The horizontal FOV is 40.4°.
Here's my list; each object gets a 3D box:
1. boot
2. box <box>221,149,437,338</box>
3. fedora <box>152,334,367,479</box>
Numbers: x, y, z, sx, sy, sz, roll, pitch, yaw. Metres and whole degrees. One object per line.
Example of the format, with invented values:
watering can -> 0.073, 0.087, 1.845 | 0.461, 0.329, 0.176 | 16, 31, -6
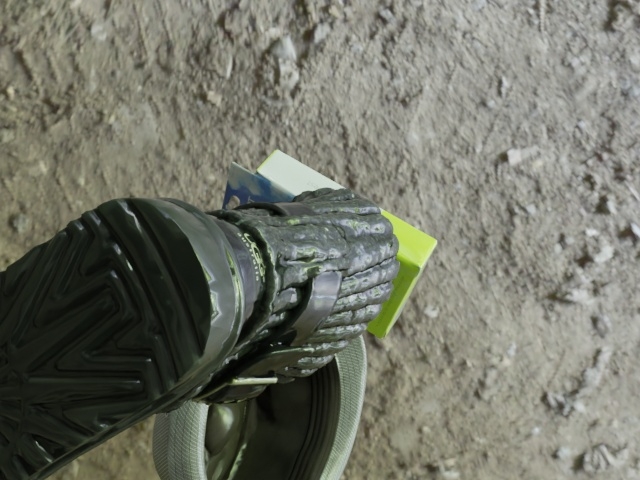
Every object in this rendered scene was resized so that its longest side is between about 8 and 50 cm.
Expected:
boot -> -0.131, 0.072, 0.576 | 0.348, 0.260, 0.131 | -22, 85, 23
box -> 0.000, 0.000, 0.747 | 0.178, 0.042, 0.109 | 31, 140, 9
fedora -> -0.078, 0.176, 0.903 | 0.124, 0.275, 0.243 | -3, 153, 44
